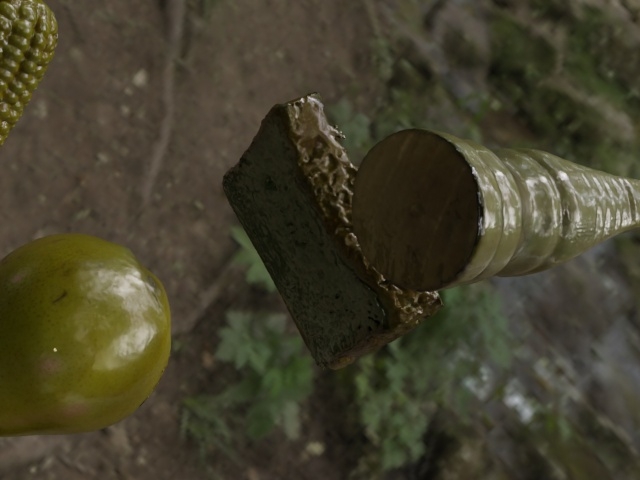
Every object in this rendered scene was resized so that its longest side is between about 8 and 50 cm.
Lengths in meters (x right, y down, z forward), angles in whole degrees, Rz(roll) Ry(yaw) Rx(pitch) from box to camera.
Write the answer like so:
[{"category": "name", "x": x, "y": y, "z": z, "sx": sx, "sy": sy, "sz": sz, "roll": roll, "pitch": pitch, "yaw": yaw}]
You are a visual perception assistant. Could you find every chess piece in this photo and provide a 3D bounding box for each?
[{"category": "chess piece", "x": 0.174, "y": -0.024, "z": 1.071, "sx": 0.301, "sy": 0.137, "sz": 0.137, "roll": 0, "pitch": 47, "yaw": -43}]

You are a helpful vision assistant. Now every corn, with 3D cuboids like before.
[{"category": "corn", "x": -0.223, "y": -0.045, "z": 0.707, "sx": 0.080, "sy": 0.231, "sz": 0.080, "roll": 29, "pitch": -1, "yaw": 0}]

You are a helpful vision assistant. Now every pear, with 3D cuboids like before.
[{"category": "pear", "x": -0.368, "y": 0.135, "z": 1.731, "sx": 0.336, "sy": 0.285, "sz": 0.285, "roll": -17, "pitch": 60, "yaw": -38}]

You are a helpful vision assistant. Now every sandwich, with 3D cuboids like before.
[{"category": "sandwich", "x": -0.001, "y": 0.000, "z": 1.315, "sx": 0.087, "sy": 0.226, "sz": 0.251, "roll": -26, "pitch": 83, "yaw": -22}]
